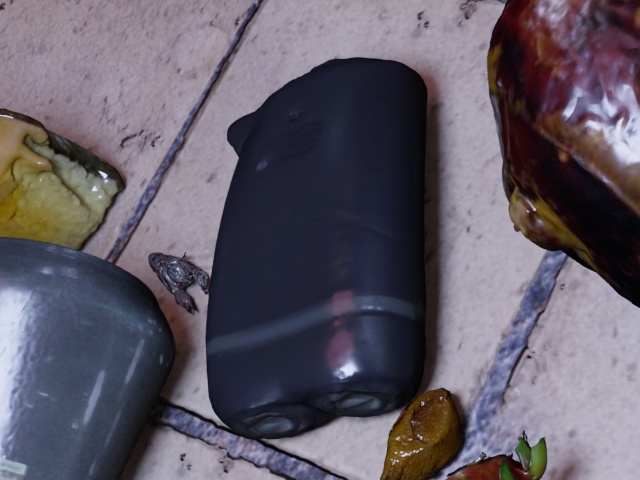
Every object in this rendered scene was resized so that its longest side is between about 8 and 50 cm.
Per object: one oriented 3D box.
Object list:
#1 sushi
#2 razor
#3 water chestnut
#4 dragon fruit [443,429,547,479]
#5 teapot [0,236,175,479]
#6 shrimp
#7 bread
[{"bbox_3d":[0.082,0.158,1.476,0.050,0.047,0.099,30,65,35],"label":"sushi"},{"bbox_3d":[-0.001,0.000,1.604,0.204,0.113,0.349,-20,50,31],"label":"razor"},{"bbox_3d":[0.280,-0.110,1.293,0.347,0.335,0.335,-50,43,3],"label":"water chestnut"},{"bbox_3d":[0.109,0.235,1.361,0.142,0.138,0.175,-31,63,50],"label":"dragon fruit"},{"bbox_3d":[-0.293,0.186,1.601,0.300,0.253,0.344,9,67,0],"label":"teapot"},{"bbox_3d":[-0.128,0.033,1.749,0.038,0.029,0.092,-40,49,-2],"label":"shrimp"},{"bbox_3d":[-0.354,-0.036,1.854,0.262,0.204,0.163,-15,50,35],"label":"bread"}]
